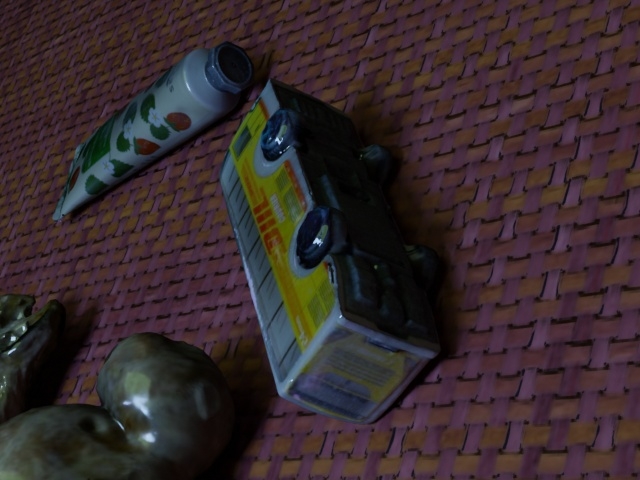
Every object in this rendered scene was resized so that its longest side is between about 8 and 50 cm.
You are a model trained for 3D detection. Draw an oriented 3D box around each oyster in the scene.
[{"bbox_3d":[-0.321,0.186,1.158,0.198,0.133,0.337,-15,48,50],"label":"oyster"}]

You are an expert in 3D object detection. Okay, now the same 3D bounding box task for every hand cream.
[{"bbox_3d":[-0.158,-0.100,1.267,0.276,0.059,0.095,-28,39,44],"label":"hand cream"}]

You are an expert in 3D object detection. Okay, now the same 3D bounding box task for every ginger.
[{"bbox_3d":[-0.158,0.195,0.904,0.245,0.155,0.304,-20,39,19],"label":"ginger"}]

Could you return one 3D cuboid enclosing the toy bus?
[{"bbox_3d":[0.000,0.000,0.939,0.106,0.092,0.268,-53,31,24],"label":"toy bus"}]
